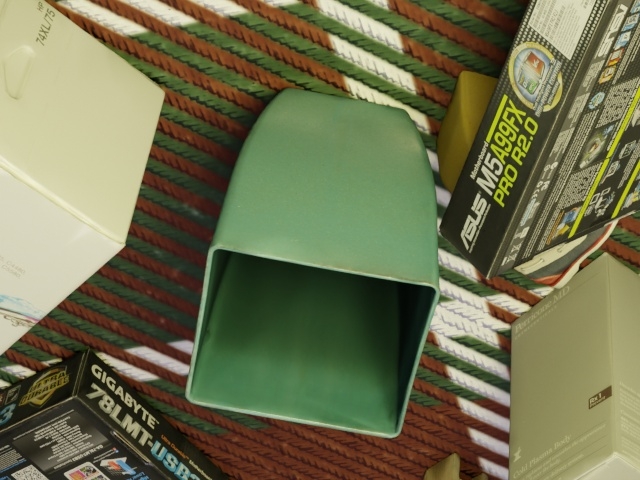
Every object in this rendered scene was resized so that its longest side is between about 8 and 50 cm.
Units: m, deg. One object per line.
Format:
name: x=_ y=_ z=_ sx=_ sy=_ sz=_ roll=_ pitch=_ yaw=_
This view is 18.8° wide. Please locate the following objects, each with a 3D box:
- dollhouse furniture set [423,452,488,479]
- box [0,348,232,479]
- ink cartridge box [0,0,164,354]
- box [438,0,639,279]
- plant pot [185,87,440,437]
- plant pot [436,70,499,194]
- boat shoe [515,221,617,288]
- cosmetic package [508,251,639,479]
dollhouse furniture set: x=0.123 y=0.363 z=1.850 sx=0.212 sy=0.161 sz=0.242 roll=37 pitch=126 yaw=-24
box: x=-0.244 y=0.266 z=1.870 sx=0.295 sy=0.073 sz=0.293 roll=-27 pitch=124 yaw=27
ink cartridge box: x=-0.290 y=-0.041 z=1.512 sx=0.197 sy=0.198 sz=0.270 roll=35 pitch=127 yaw=-22
box: x=0.214 y=-0.113 z=1.386 sx=0.060 sy=0.216 sz=0.270 roll=46 pitch=139 yaw=26
plant pot: x=0.000 y=0.000 z=1.487 sx=0.166 sy=0.234 sz=0.165 roll=10 pitch=132 yaw=-3
plant pot: x=0.137 y=-0.069 z=1.509 sx=0.081 sy=0.083 sz=0.081 roll=12 pitch=132 yaw=-5
boat shoe: x=0.206 y=-0.011 z=1.579 sx=0.043 sy=0.049 sz=0.137 roll=23 pitch=135 yaw=-11
cosmetic package: x=0.229 y=0.140 z=1.586 sx=0.107 sy=0.238 sz=0.127 roll=32 pitch=125 yaw=-24
